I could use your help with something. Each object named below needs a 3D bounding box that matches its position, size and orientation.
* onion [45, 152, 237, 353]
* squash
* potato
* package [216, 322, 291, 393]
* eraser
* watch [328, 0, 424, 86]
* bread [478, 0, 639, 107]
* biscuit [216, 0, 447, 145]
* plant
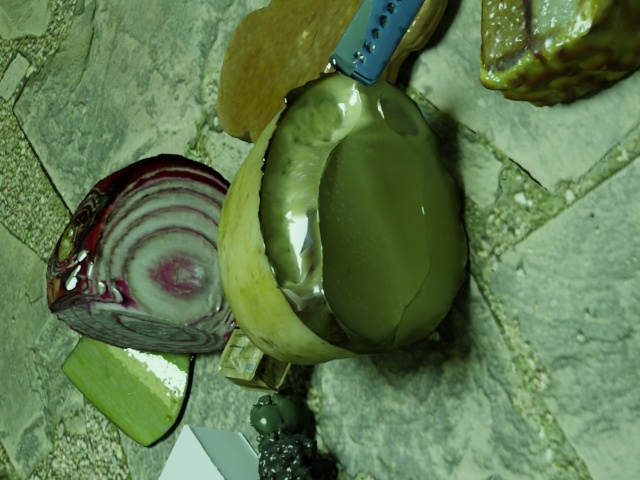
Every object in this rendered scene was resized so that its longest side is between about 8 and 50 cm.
[{"bbox_3d":[-0.188,0.015,1.686,0.206,0.216,0.207,-22,47,63],"label":"onion"},{"bbox_3d":[-0.224,0.148,1.843,0.237,0.155,0.204,-49,5,35],"label":"squash"},{"bbox_3d":[0.000,0.000,1.422,0.242,0.242,0.285,-32,59,45],"label":"potato"},{"bbox_3d":[-0.050,0.093,1.552,0.071,0.047,0.131,1,59,55],"label":"package"},{"bbox_3d":[-0.067,0.298,1.504,0.298,0.076,0.078,44,114,52],"label":"eraser"},{"bbox_3d":[0.101,-0.312,1.378,0.274,0.068,0.276,-47,22,28],"label":"watch"},{"bbox_3d":[0.217,-0.235,1.298,0.181,0.096,0.222,-17,64,54],"label":"bread"},{"bbox_3d":[0.010,-0.214,1.620,0.376,0.051,0.269,-13,64,52],"label":"biscuit"},{"bbox_3d":[-0.033,0.212,1.491,0.174,0.085,0.087,-110,26,-53],"label":"plant"}]
